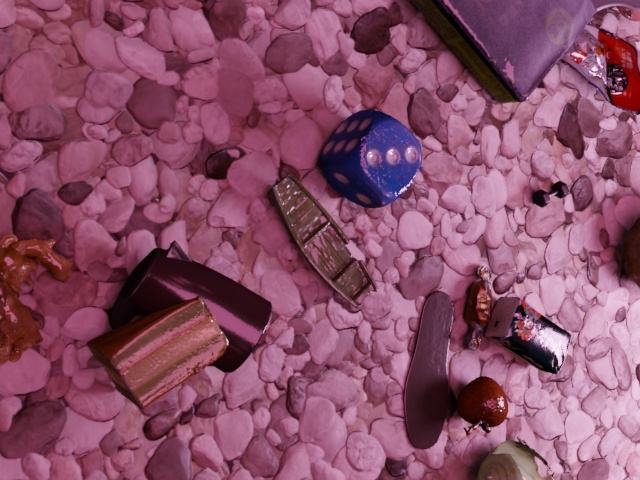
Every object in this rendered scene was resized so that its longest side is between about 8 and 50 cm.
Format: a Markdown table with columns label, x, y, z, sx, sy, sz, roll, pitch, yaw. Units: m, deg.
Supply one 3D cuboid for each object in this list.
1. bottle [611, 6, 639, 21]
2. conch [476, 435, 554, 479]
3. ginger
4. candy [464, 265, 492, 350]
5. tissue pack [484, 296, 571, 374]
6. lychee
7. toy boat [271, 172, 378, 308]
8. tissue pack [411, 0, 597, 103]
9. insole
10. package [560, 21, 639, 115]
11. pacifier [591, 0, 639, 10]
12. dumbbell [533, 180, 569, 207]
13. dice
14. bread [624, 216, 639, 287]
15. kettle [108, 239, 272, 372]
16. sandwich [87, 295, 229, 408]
| label | x | y | z | sx | sy | sz | roll | pitch | yaw |
| --- | --- | --- | --- | --- | --- | --- | --- | --- | --- |
| bottle | 0.746 | -0.622 | 1.905 | 0.147 | 0.147 | 0.237 | 5 | 89 | -27 |
| conch | 0.427 | 0.499 | 1.733 | 0.250 | 0.143 | 0.137 | 0 | 131 | -39 |
| ginger | -0.486 | 0.086 | 1.319 | 0.193 | 0.052 | 0.176 | -41 | 107 | -30 |
| candy | 0.336 | 0.141 | 1.734 | 0.053 | 0.046 | 0.182 | 14 | 80 | -28 |
| tissue pack | 0.447 | 0.203 | 1.763 | 0.170 | 0.090 | 0.103 | 33 | 72 | -23 |
| lychee | 0.325 | 0.344 | 1.691 | 0.114 | 0.101 | 0.140 | 45 | 70 | -29 |
| toy boat | 0.000 | 0.000 | 1.562 | 0.093 | 0.055 | 0.293 | -43 | 107 | -20 |
| tissue pack | 0.359 | -0.519 | 1.710 | 0.394 | 0.124 | 0.288 | 45 | 78 | -19 |
| insole | 0.226 | 0.266 | 1.697 | 0.111 | 0.007 | 0.328 | 11 | 84 | -27 |
| package | 0.641 | -0.412 | 1.894 | 0.269 | 0.071 | 0.194 | 19 | 75 | -32 |
| pacifier | 0.639 | -0.615 | 1.764 | 0.226 | 0.287 | 0.238 | 3 | 96 | -63 |
| dumbbell | 0.515 | -0.104 | 1.835 | 0.083 | 0.036 | 0.040 | -23 | 97 | -25 |
| dice | 0.096 | -0.153 | 1.567 | 0.146 | 0.143 | 0.146 | 41 | 71 | -24 |
| bread | 0.808 | 0.030 | 1.934 | 0.230 | 0.123 | 0.230 | 3 | 84 | -31 |
| kettle | -0.231 | 0.125 | 1.414 | 0.232 | 0.144 | 0.202 | 33 | 104 | -15 |
| sandwich | -0.268 | 0.173 | 1.359 | 0.187 | 0.144 | 0.117 | -34 | 110 | -18 |
